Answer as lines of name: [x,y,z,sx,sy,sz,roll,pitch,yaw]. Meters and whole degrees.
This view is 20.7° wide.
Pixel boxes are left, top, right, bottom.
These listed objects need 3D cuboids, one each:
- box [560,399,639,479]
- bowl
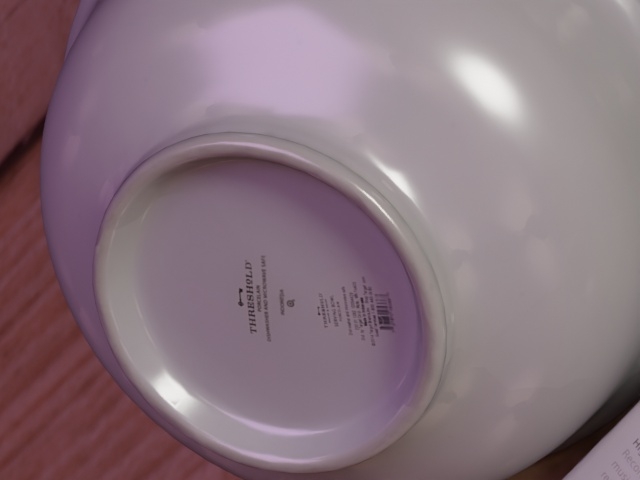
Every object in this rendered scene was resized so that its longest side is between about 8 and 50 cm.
box: [0.236,0.101,0.637,0.322,0.058,0.232,-50,52,20]
bowl: [0.000,0.000,0.704,0.298,0.134,0.298,10,120,18]
